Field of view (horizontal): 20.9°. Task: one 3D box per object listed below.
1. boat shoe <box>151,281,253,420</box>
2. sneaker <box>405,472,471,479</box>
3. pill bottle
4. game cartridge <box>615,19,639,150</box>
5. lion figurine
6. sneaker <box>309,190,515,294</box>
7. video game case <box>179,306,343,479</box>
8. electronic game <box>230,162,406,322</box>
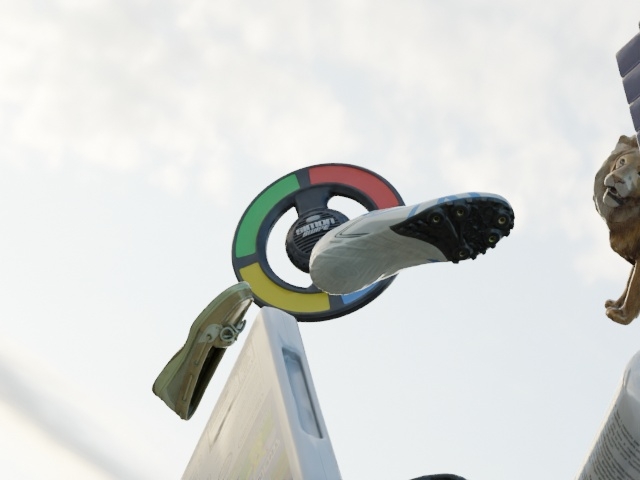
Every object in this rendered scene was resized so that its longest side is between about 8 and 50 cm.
[{"bbox_3d":[-0.105,0.106,1.677,0.048,0.153,0.056,43,19,18],"label":"boat shoe"},{"bbox_3d":[0.000,0.372,1.540,0.257,0.447,0.169,42,2,-43],"label":"sneaker"},{"bbox_3d":[0.365,0.203,1.772,0.160,0.160,0.283,24,-47,10],"label":"pill bottle"},{"bbox_3d":[0.452,-0.204,1.838,0.068,0.230,0.355,3,-29,-31],"label":"game cartridge"},{"bbox_3d":[0.520,0.038,2.289,0.392,0.240,0.142,28,11,9],"label":"lion figurine"},{"bbox_3d":[0.097,-0.009,1.889,0.237,0.086,0.085,-17,-59,17],"label":"sneaker"},{"bbox_3d":[-0.078,0.245,1.221,0.036,0.329,0.300,21,15,-14],"label":"video game case"},{"bbox_3d":[0.000,0.000,2.141,0.229,0.229,0.048,17,-26,26],"label":"electronic game"}]
